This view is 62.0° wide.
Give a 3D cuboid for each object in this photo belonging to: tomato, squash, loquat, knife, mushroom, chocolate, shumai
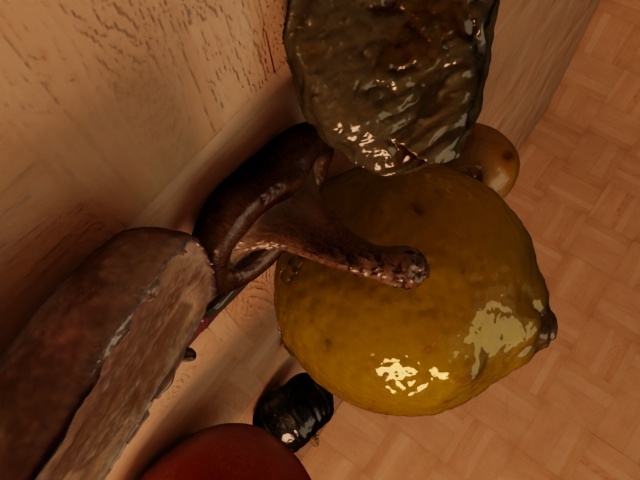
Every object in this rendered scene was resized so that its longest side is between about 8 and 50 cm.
[{"bbox_3d":[-0.149,0.440,0.822,0.321,0.321,0.321,-49,161,-23],"label":"tomato"},{"bbox_3d":[-0.058,0.381,1.173,0.193,0.156,0.193,-24,147,-17],"label":"squash"},{"bbox_3d":[0.368,-0.170,1.274,0.213,0.213,0.213,-49,161,-23],"label":"loquat"},{"bbox_3d":[-0.141,0.096,0.669,0.247,0.018,0.035,-51,164,-16],"label":"knife"},{"bbox_3d":[0.000,0.000,0.541,0.227,0.217,0.148,-50,162,-20],"label":"mushroom"},{"bbox_3d":[-0.188,0.122,0.387,0.185,0.100,0.303,112,3,-68],"label":"chocolate"},{"bbox_3d":[0.072,-0.199,0.529,0.218,0.189,0.255,-60,163,-75],"label":"shumai"}]

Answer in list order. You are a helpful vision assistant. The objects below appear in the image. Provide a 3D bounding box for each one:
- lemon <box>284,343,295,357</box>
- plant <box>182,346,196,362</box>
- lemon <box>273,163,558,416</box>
[{"bbox_3d":[-0.039,0.202,1.054,0.065,0.065,0.092,-58,157,4],"label":"lemon"},{"bbox_3d":[-0.271,0.259,0.497,0.251,0.333,0.180,19,145,-33],"label":"plant"},{"bbox_3d":[0.121,0.062,0.735,0.350,0.387,0.349,9,90,-67],"label":"lemon"}]
